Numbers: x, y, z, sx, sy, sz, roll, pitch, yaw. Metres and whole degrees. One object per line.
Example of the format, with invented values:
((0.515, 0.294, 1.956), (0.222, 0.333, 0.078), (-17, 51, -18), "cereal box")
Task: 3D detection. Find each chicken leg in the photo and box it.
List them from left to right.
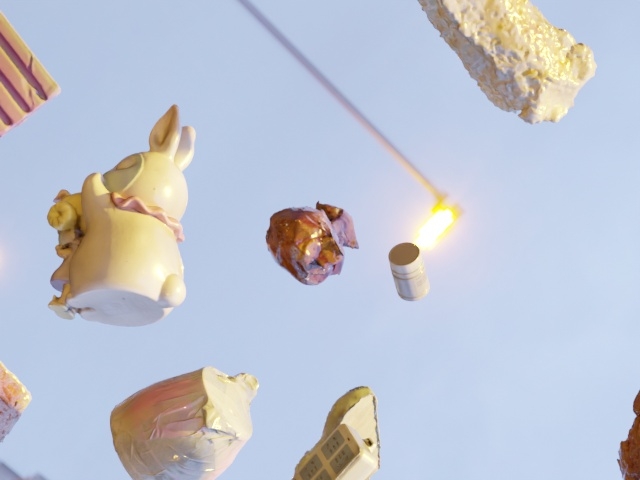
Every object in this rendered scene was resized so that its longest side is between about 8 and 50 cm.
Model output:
((0.000, 0.000, 2.035), (0.093, 0.113, 0.304), (-46, 174, 12), "chicken leg")

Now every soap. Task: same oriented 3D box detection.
((-0.474, -0.257, 2.125), (0.122, 0.203, 0.065), (-36, -170, -4), "soap")

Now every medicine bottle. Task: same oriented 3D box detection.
((0.151, 0.054, 2.550), (0.058, 0.091, 0.058), (-9, -136, 9), "medicine bottle")

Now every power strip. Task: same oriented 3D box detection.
((-0.010, 0.298, 1.745), (0.192, 0.035, 0.081), (-48, -154, 5), "power strip")

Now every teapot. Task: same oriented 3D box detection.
((-0.171, 0.268, 2.102), (0.178, 0.221, 0.163), (-33, -115, 14), "teapot")

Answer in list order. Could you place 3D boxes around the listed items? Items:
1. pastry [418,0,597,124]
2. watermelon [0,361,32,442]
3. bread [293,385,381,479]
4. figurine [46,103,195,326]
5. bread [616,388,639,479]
((0.185, -0.235, 1.580), (0.121, 0.258, 0.089), (-47, -152, -3), "pastry")
((-0.546, 0.263, 2.265), (0.201, 0.213, 0.261), (-20, -149, 28), "watermelon")
((0.039, 0.336, 2.416), (0.064, 0.172, 0.232), (32, -81, 40), "bread")
((-0.213, -0.030, 1.646), (0.155, 0.127, 0.235), (-13, -122, 28), "figurine")
((0.435, 0.271, 1.883), (0.125, 0.086, 0.156), (-120, -145, -53), "bread")
